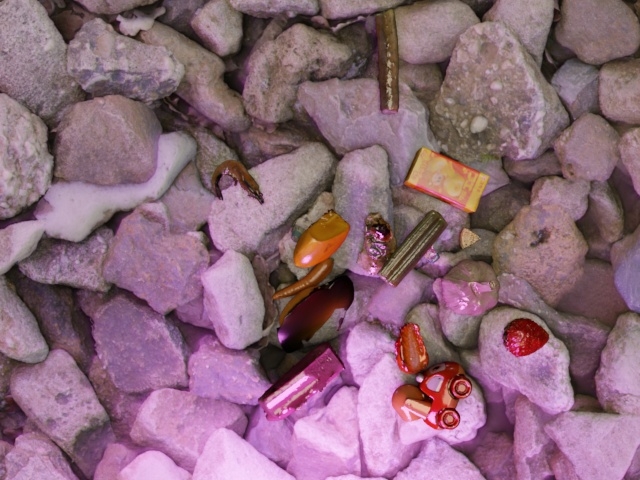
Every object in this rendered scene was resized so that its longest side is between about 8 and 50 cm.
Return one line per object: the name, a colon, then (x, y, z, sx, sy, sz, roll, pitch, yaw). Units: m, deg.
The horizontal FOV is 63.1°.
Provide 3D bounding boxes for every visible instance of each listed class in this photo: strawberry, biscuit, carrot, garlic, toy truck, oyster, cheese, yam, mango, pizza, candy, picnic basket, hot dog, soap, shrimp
strawberry: (0.768, 0.366, 1.931, 0.187, 0.082, 0.146, -1, 97, -6)
biscuit: (0.339, 0.029, 1.882, 0.099, 0.038, 0.322, 43, 86, -14)
carrot: (-0.055, 0.153, 1.916, 0.271, 0.062, 0.066, -39, 124, 3)
garlic: (0.548, 0.167, 1.853, 0.219, 0.212, 0.218, 0, 86, -5)
toy truck: (0.394, 0.542, 1.868, 0.239, 0.189, 0.264, 22, 89, 7)
oyster: (0.212, 0.012, 1.901, 0.162, 0.107, 0.232, -7, 93, -10)
strawberry: (0.330, 0.397, 1.920, 0.121, 0.082, 0.188, 0, 80, -19)
cheese: (0.386, 0.022, 1.933, 0.095, 0.038, 0.145, -38, 97, 1)
yam: (0.248, -0.653, 1.907, 0.083, 0.083, 0.371, -4, 91, -1)
mango: (0.000, 0.000, 1.860, 0.126, 0.154, 0.252, 39, 75, 17)
pizza: (0.555, -0.006, 1.942, 0.078, 0.025, 0.083, 5, 97, 3)
candy: (0.458, -0.220, 1.908, 0.276, 0.088, 0.146, 22, 89, -1)
picnic basket: (-0.078, -0.031, 1.912, 0.065, 0.083, 0.083, 29, 52, 5)
hot dog: (-0.027, 0.254, 1.892, 0.326, 0.107, 0.194, -27, 115, -15)
soap: (-0.068, 0.503, 1.841, 0.325, 0.220, 0.127, -41, 83, 0)
shrimp: (-0.306, -0.190, 1.909, 0.152, 0.046, 0.219, -43, 87, -2)
